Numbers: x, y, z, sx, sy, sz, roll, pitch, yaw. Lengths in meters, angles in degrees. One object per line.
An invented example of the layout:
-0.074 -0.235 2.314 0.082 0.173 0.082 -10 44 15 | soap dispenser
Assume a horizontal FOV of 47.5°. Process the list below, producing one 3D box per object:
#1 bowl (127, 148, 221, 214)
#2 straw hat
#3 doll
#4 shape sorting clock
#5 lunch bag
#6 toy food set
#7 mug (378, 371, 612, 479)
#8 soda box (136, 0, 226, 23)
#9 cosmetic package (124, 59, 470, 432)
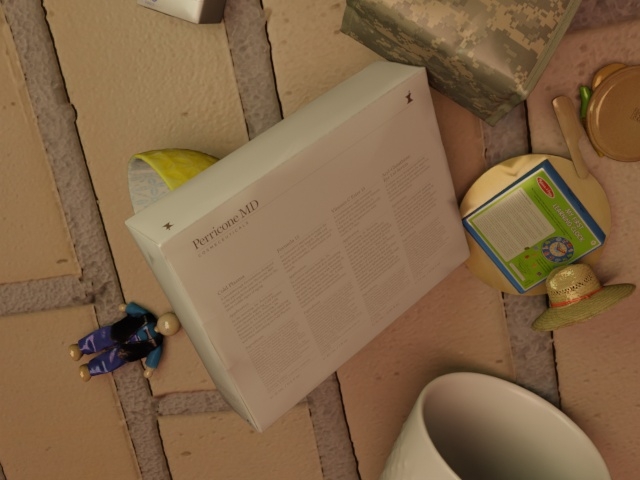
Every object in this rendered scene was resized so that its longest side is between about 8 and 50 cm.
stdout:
-0.133 -0.009 1.006 0.156 0.289 0.290 -26 103 -24 | bowl
0.334 0.062 0.962 0.144 0.144 0.061 -24 92 18 | straw hat
-0.306 0.165 1.172 0.189 0.046 0.129 -25 90 12 | doll
0.288 -0.019 0.990 0.206 0.040 0.206 4 116 7 | shape sorting clock
0.192 -0.324 0.848 0.235 0.169 0.287 31 86 0 | lunch bag
0.398 -0.167 0.930 0.192 0.038 0.132 -22 106 6 | toy food set
0.187 0.415 0.970 0.276 0.374 0.328 25 117 9 | mug
-0.149 -0.430 0.931 0.091 0.098 0.286 20 109 6 | soda box
0.000 0.000 0.868 0.097 0.377 0.284 27 145 47 | cosmetic package
